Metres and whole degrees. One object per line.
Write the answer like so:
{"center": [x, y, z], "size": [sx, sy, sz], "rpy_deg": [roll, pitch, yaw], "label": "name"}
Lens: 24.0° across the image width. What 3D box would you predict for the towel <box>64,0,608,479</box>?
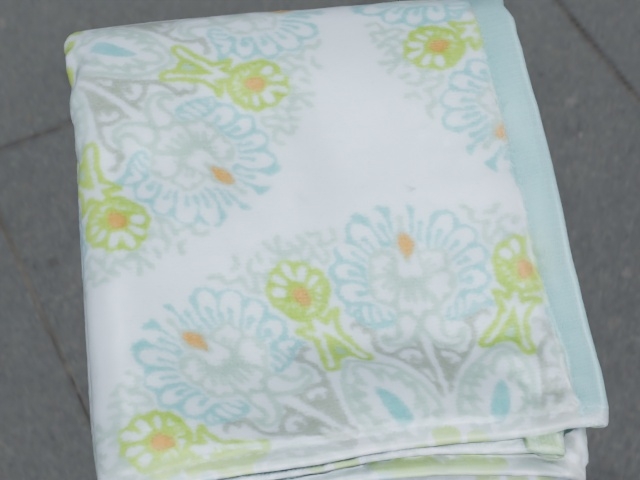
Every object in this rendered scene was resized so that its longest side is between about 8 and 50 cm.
{"center": [0.000, 0.000, 0.998], "size": [0.320, 0.090, 0.374], "rpy_deg": [-4, 61, -8], "label": "towel"}
